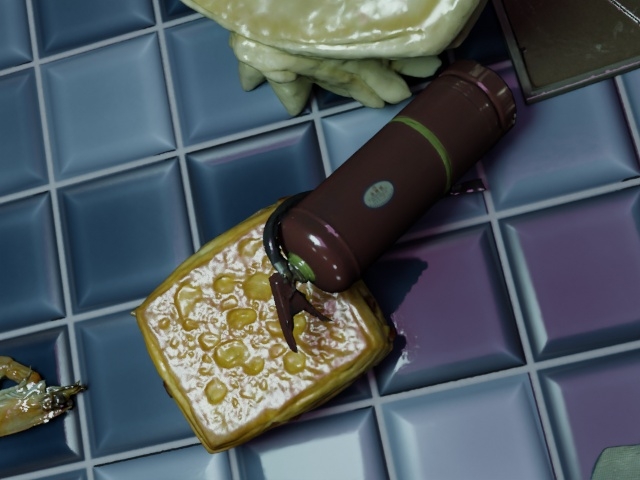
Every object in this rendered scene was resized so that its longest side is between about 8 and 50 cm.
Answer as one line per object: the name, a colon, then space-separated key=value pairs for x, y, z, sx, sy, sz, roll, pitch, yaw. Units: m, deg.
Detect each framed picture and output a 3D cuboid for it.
framed picture: x=0.287 y=-0.315 z=1.023 sx=0.213 sy=0.016 sz=0.289 roll=-18 pitch=75 yaw=7

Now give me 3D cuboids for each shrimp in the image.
shrimp: x=-0.354 y=0.178 z=1.047 sx=0.180 sy=0.041 sz=0.099 roll=-11 pitch=61 yaw=11

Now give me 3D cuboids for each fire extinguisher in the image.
fire extinguisher: x=0.065 y=-0.037 z=0.918 sx=0.341 sy=0.105 sz=0.141 roll=-44 pitch=108 yaw=-21

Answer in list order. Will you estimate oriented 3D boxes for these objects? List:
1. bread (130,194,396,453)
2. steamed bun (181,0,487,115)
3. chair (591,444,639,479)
bread: x=-0.063 y=0.091 z=0.970 sx=0.235 sy=0.099 sz=0.210 roll=-33 pitch=77 yaw=0
steamed bun: x=-0.012 y=-0.254 z=0.960 sx=0.428 sy=0.189 sz=0.247 roll=14 pitch=98 yaw=22
chair: x=0.417 y=0.245 z=0.792 sx=0.319 sy=0.186 sz=0.160 roll=-34 pitch=34 yaw=44
